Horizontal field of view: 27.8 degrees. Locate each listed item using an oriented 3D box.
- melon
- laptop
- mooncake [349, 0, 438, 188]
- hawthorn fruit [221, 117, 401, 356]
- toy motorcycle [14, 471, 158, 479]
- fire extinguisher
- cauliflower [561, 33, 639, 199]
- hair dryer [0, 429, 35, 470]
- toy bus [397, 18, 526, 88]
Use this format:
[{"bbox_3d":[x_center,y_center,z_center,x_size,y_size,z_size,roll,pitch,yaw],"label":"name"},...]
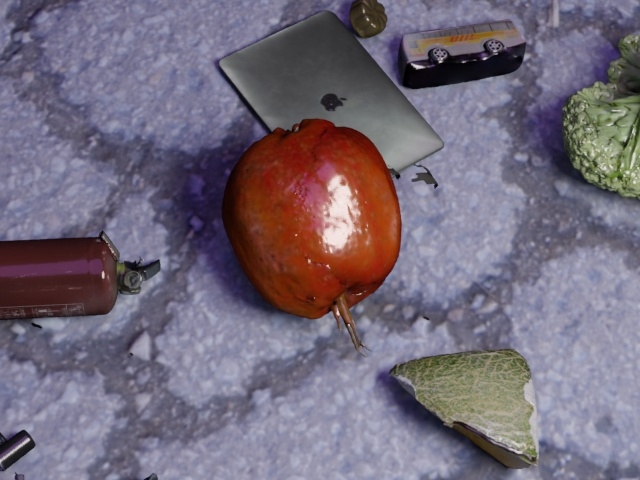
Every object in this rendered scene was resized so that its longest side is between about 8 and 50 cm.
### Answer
[{"bbox_3d":[0.183,0.177,1.476,0.202,0.093,0.139,31,65,21],"label":"melon"},{"bbox_3d":[0.014,-0.178,1.698,0.188,0.015,0.269,-30,68,-21],"label":"laptop"},{"bbox_3d":[0.083,-0.187,1.659,0.150,0.057,0.346,2,52,-42],"label":"mooncake"},{"bbox_3d":[0.000,0.000,1.497,0.211,0.211,0.299,-14,73,-14],"label":"hawthorn fruit"},{"bbox_3d":[-0.235,0.358,1.270,0.213,0.125,0.358,3,33,6],"label":"toy motorcycle"},{"bbox_3d":[-0.320,0.041,1.497,0.269,0.105,0.104,-4,61,-8],"label":"fire extinguisher"},{"bbox_3d":[0.457,-0.168,1.607,0.272,0.250,0.275,28,66,12],"label":"cauliflower"},{"bbox_3d":[-0.359,0.213,1.435,0.047,0.026,0.083,-38,63,-26],"label":"hair dryer"},{"bbox_3d":[0.187,-0.251,1.736,0.172,0.057,0.072,-10,56,-13],"label":"toy bus"}]
